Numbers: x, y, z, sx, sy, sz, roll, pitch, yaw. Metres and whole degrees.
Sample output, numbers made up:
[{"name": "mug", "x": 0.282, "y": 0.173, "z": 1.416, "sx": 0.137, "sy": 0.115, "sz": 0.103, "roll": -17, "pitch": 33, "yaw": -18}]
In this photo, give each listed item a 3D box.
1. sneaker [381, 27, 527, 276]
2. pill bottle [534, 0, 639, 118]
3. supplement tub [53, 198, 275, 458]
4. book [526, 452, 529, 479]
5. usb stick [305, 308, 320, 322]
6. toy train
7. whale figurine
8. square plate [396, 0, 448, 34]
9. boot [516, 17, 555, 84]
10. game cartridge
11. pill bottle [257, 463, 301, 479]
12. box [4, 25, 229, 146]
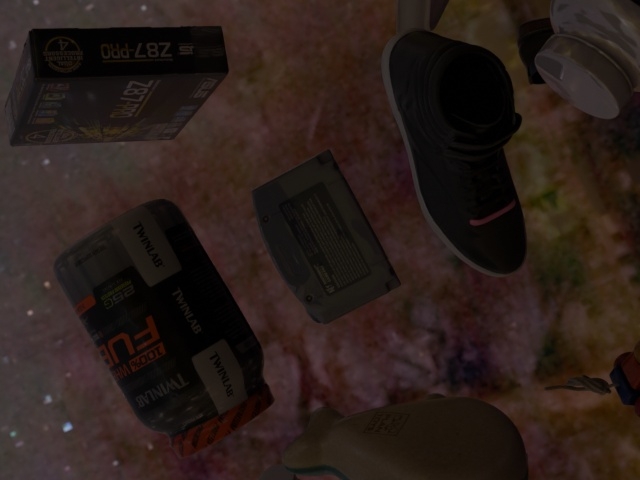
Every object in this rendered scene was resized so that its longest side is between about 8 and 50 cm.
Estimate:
[{"name": "sneaker", "x": 0.160, "y": -0.079, "z": 1.113, "sx": 0.296, "sy": 0.104, "sz": 0.147, "roll": 65, "pitch": 170, "yaw": -16}, {"name": "pill bottle", "x": 0.409, "y": -0.313, "z": 1.319, "sx": 0.181, "sy": 0.323, "sz": 0.181, "roll": 38, "pitch": 174, "yaw": 5}, {"name": "supplement tub", "x": -0.218, "y": 0.127, "z": 1.543, "sx": 0.338, "sy": 0.207, "sz": 0.207, "roll": 59, "pitch": -167, "yaw": 1}, {"name": "book", "x": 0.317, "y": 0.447, "z": 2.006, "sx": 0.035, "sy": 0.144, "sz": 0.096, "roll": 64, "pitch": -155, "yaw": -57}, {"name": "usb stick", "x": -0.029, "y": 0.085, "z": 2.464, "sx": 0.278, "sy": 0.045, "sz": 0.077, "roll": 77, "pitch": 166, "yaw": -47}, {"name": "toy train", "x": 0.433, "y": 0.153, "z": 1.419, "sx": 0.105, "sy": 0.248, "sz": 0.143, "roll": -100, "pitch": 17, "yaw": -56}, {"name": "whale figurine", "x": 0.097, "y": 0.261, "z": 1.195, "sx": 0.216, "sy": 0.272, "sz": 0.141, "roll": -49, "pitch": -46, "yaw": -49}, {"name": "square plate", "x": 0.195, "y": -0.502, "z": 1.718, "sx": 0.344, "sy": 0.049, "sz": 0.347, "roll": 88, "pitch": -158, "yaw": -46}, {"name": "boot", "x": 0.427, "y": -0.314, "z": 1.725, "sx": 0.082, "sy": 0.219, "sz": 0.106, "roll": 49, "pitch": -144, "yaw": -49}, {"name": "game cartridge", "x": 0.000, "y": 0.000, "z": 2.024, "sx": 0.294, "sy": 0.196, "sz": 0.060, "roll": 62, "pitch": -176, "yaw": -7}, {"name": "pill bottle", "x": -0.056, "y": 0.484, "z": 1.920, "sx": 0.094, "sy": 0.094, "sz": 0.169, "roll": -95, "pitch": -11, "yaw": -58}, {"name": "box", "x": -0.369, "y": -0.263, "z": 1.873, "sx": 0.395, "sy": 0.318, "sz": 0.097, "roll": 152, "pitch": 109, "yaw": -65}]
